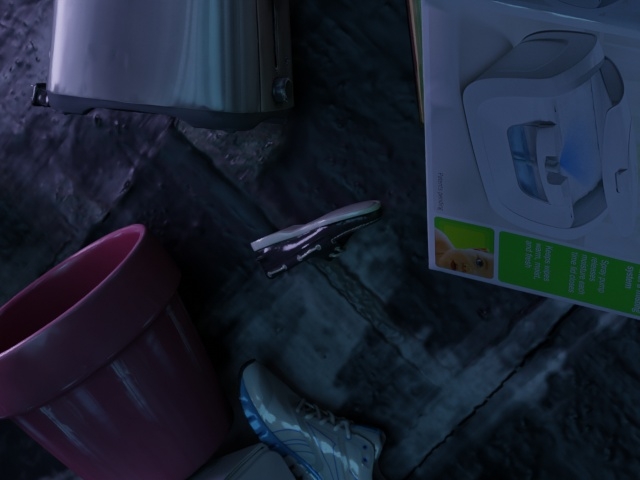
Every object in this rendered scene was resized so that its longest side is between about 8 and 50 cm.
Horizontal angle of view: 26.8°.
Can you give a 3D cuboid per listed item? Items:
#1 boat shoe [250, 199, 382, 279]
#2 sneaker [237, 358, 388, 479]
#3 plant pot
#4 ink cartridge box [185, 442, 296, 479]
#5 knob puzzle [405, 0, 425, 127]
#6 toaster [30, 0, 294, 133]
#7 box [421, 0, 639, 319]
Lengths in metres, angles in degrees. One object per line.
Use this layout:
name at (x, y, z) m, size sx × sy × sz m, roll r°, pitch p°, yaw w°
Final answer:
boat shoe at (0.000, 0.000, 1.100) m, size 0.125 × 0.046 × 0.038 m, roll -20°, pitch 94°, yaw 27°
sneaker at (0.008, 0.167, 1.129) m, size 0.083 × 0.071 × 0.190 m, roll -38°, pitch 95°, yaw 18°
plant pot at (-0.174, 0.114, 1.125) m, size 0.201 × 0.201 × 0.180 m, roll -28°, pitch 106°, yaw 24°
ink cartridge box at (-0.119, 0.317, 1.142) m, size 0.283 × 0.117 × 0.207 m, roll -26°, pitch 98°, yaw 36°
knob puzzle at (0.074, -0.178, 0.940) m, size 0.030 × 0.213 × 0.213 m, roll -6°, pitch 100°, yaw 4°
toaster at (-0.125, -0.170, 1.069) m, size 0.227 × 0.129 × 0.146 m, roll 8°, pitch 101°, yaw 22°
box at (0.197, -0.081, 0.901) m, size 0.231 × 0.127 × 0.262 m, roll 15°, pitch 141°, yaw 18°
